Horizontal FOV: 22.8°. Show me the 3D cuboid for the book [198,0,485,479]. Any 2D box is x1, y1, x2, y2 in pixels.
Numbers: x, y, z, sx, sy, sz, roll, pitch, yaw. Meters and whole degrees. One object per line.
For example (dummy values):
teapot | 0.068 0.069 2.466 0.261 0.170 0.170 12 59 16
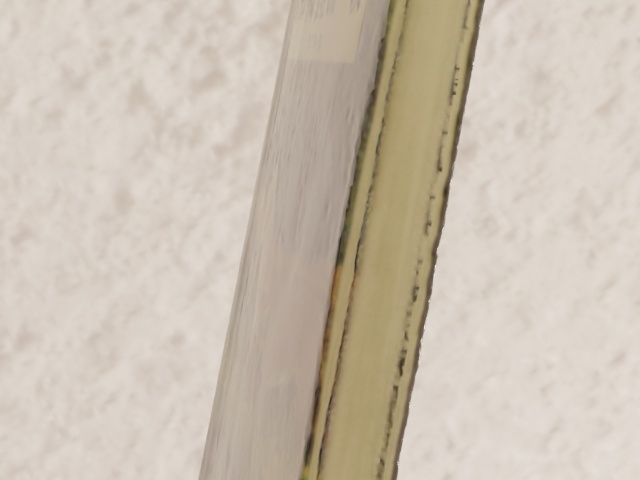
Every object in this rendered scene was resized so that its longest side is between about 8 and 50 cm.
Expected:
book | 0.000 0.000 0.418 0.024 0.160 0.228 9 96 -11
